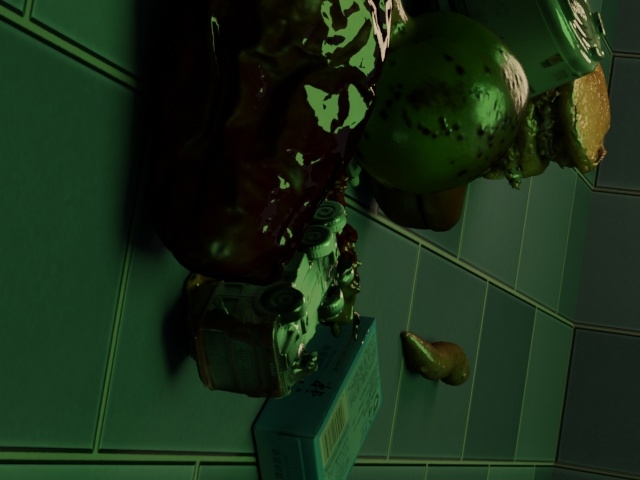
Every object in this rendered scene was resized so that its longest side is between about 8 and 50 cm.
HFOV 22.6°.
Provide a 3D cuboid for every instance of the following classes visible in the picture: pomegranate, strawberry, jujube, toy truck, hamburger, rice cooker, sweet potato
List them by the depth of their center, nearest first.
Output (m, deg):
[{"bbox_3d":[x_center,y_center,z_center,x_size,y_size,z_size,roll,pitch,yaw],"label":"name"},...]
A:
[{"bbox_3d":[-0.058,-0.127,1.456,0.216,0.216,0.342,-4,109,-71],"label":"jujube"},{"bbox_3d":[-0.051,0.041,1.638,0.270,0.135,0.114,-66,153,-51],"label":"toy truck"},{"bbox_3d":[-0.005,0.002,1.852,0.167,0.087,0.208,96,-12,-52],"label":"strawberry"},{"bbox_3d":[0.128,-0.199,1.872,0.231,0.231,0.286,-36,115,-65],"label":"pomegranate"},{"bbox_3d":[0.260,-0.308,2.253,0.280,0.227,0.241,11,60,-64],"label":"rice cooker"},{"bbox_3d":[0.183,0.186,2.484,0.281,0.059,0.067,27,62,-72],"label":"sweet potato"},{"bbox_3d":[0.352,-0.207,2.598,0.245,0.211,0.260,45,50,-62],"label":"hamburger"}]

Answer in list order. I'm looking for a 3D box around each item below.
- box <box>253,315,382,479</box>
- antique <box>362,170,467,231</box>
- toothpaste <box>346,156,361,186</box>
[{"bbox_3d":[0.002,0.209,1.922,0.232,0.083,0.142,-62,152,-50],"label":"box"},{"bbox_3d":[0.134,-0.149,2.103,0.223,0.129,0.278,-28,123,-67],"label":"antique"},{"bbox_3d":[0.017,-0.131,1.920,0.204,0.031,0.049,67,32,-51],"label":"toothpaste"}]
